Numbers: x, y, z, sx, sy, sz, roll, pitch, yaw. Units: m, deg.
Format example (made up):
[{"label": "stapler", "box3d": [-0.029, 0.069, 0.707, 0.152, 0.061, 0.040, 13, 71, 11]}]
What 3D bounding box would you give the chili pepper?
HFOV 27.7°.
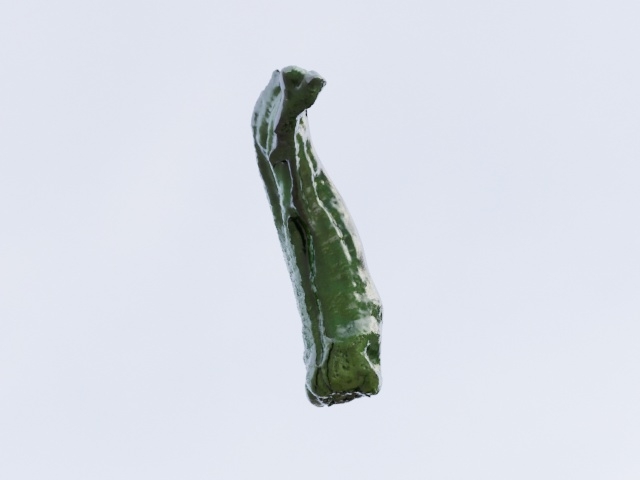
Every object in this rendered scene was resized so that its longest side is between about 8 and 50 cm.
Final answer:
[{"label": "chili pepper", "box3d": [0.000, -0.003, 0.443, 0.035, 0.055, 0.118, -12, -77, -21]}]
